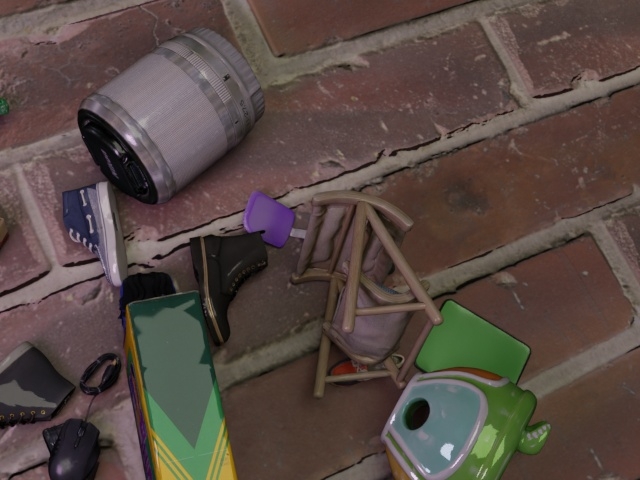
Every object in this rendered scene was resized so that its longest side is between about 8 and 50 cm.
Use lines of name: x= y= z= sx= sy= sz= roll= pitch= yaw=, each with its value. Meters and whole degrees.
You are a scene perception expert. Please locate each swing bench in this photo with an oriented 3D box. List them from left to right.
swing bench: x=0.065 y=0.087 z=1.439 sx=0.165 sy=0.253 sz=0.254 roll=-4 pitch=58 yaw=-14

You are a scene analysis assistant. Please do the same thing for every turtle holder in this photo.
turtle holder: x=0.213 y=0.356 z=1.436 sx=0.228 sy=0.243 sz=0.320 roll=28 pitch=107 yaw=15

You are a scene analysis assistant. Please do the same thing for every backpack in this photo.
backpack: x=-0.289 y=0.115 z=1.464 sx=0.098 sy=0.101 sz=0.120 roll=-2 pitch=38 yaw=-17

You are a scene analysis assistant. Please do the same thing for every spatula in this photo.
spatula: x=0.000 y=0.000 z=1.605 sx=0.297 sy=0.030 sz=0.084 roll=22 pitch=68 yaw=-4

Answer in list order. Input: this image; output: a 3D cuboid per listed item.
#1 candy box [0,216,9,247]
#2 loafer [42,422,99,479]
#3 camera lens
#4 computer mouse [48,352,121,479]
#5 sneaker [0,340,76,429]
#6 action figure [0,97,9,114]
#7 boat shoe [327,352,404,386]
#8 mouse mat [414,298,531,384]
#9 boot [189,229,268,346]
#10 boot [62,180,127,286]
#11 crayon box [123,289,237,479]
candy box: x=-0.697 y=-0.014 z=1.424 sx=0.317 sy=0.087 sz=0.182 roll=25 pitch=67 yaw=-2
loafer: x=-0.374 y=0.361 z=1.374 sx=0.061 sy=0.062 sz=0.170 roll=-23 pitch=78 yaw=-24
camera lens: x=-0.261 y=-0.213 z=1.523 sx=0.219 sy=0.219 sz=0.274 roll=45 pitch=67 yaw=6
computer mouse: x=-0.364 y=0.275 z=1.381 sx=0.071 sy=0.041 sz=0.242 roll=19 pitch=49 yaw=-11
sneaker: x=-0.493 y=0.272 z=1.367 sx=0.118 sy=0.083 sz=0.222 roll=39 pitch=66 yaw=3
action figure: x=-0.648 y=-0.198 z=1.500 sx=0.232 sy=0.063 sz=0.137 roll=-22 pitch=33 yaw=-17
boat shoe: x=0.080 y=0.222 z=1.533 sx=0.137 sy=0.043 sz=0.049 roll=-8 pitch=74 yaw=-14
mouse mat: x=0.278 y=0.211 z=1.601 sx=0.190 sy=0.007 sz=0.152 roll=31 pitch=67 yaw=1
boot: x=-0.143 y=0.074 z=1.515 sx=0.137 sy=0.077 sz=0.197 roll=-10 pitch=73 yaw=-10
boot: x=-0.388 y=-0.005 z=1.510 sx=0.086 sy=0.069 sz=0.189 roll=-13 pitch=73 yaw=2
crayon box: x=-0.207 y=0.277 z=1.275 sx=0.106 sy=0.363 sz=0.313 roll=-10 pitch=73 yaw=-16
